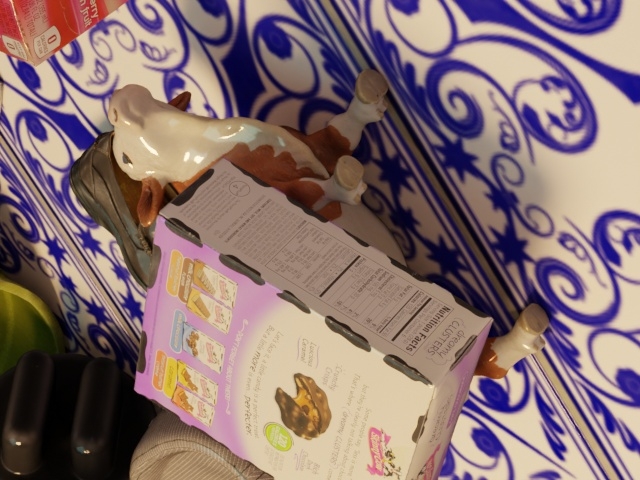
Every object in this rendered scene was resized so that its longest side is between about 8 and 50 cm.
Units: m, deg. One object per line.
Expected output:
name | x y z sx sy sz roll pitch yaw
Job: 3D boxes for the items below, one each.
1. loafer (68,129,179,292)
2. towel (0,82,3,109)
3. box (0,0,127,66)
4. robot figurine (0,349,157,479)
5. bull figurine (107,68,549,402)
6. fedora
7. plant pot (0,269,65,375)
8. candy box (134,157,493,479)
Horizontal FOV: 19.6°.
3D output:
loafer | -0.119 -0.008 1.377 0.170 0.062 0.061 46 145 3
towel | -0.378 -0.158 1.573 0.285 0.034 0.209 43 148 11
box | -0.201 -0.254 1.139 0.122 0.128 0.257 24 142 36
robot figurine | -0.227 0.215 1.651 0.209 0.173 0.278 39 148 21
bull figurine | 0.000 0.000 1.186 0.310 0.101 0.188 51 144 -11
fedora | -0.066 0.188 1.460 0.244 0.124 0.275 52 150 -4
plant pot | -0.484 0.071 1.701 0.353 0.366 0.366 44 151 31
candy box | -0.010 0.070 1.123 0.196 0.070 0.165 31 138 16
